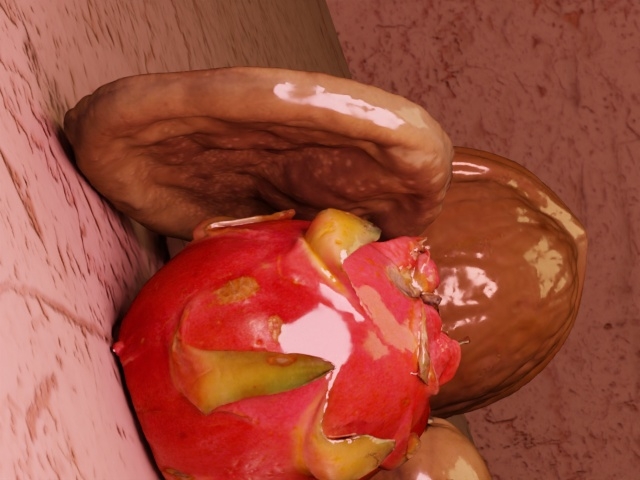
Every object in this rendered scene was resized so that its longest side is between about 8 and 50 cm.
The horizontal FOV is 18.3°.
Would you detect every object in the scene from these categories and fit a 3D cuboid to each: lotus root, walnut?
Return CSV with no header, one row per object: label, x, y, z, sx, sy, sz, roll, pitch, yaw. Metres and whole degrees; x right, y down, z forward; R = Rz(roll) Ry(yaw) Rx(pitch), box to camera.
lotus root,0.100,0.318,1.950,0.183,0.182,0.310,-80,160,-75
walnut,0.123,0.044,2.102,0.333,0.332,0.333,-17,90,-83

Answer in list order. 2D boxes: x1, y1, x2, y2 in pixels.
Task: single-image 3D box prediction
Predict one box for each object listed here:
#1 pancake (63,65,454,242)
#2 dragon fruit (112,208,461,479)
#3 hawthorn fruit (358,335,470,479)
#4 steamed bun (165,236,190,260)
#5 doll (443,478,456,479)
pancake,-0.043,-0.048,1.402,0.294,0.294,0.049,57,38,-66
dragon fruit,-0.023,0.085,1.378,0.224,0.227,0.224,-11,90,-77
hawthorn fruit,0.034,0.137,1.713,0.162,0.203,0.163,-21,90,-81
steamed bun,-0.073,-0.001,1.631,0.183,0.106,0.183,-16,90,-79
doll,0.062,0.380,1.750,0.246,0.158,0.340,9,76,-48
